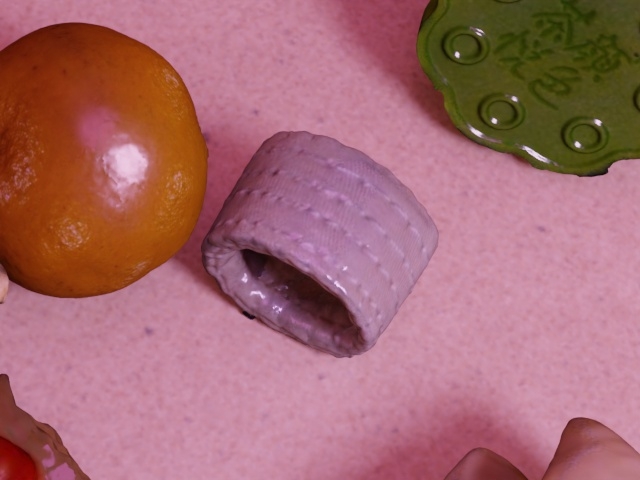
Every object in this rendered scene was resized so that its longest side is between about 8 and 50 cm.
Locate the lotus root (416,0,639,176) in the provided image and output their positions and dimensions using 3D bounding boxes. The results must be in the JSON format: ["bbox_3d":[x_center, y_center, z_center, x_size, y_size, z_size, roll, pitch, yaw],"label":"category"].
[{"bbox_3d":[0.160,-0.158,1.190,0.186,0.186,0.186,4,65,-8],"label":"lotus root"}]

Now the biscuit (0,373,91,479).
[{"bbox_3d":[-0.254,0.239,0.968,0.394,0.076,0.368,-38,78,-23],"label":"biscuit"}]

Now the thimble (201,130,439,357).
[{"bbox_3d":[0.000,0.000,1.108,0.115,0.102,0.090,42,61,-22],"label":"thimble"}]

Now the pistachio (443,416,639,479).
[{"bbox_3d":[0.135,0.242,0.981,0.193,0.214,0.318,-20,54,27],"label":"pistachio"}]

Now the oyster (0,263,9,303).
[{"bbox_3d":[-0.335,-0.028,1.041,0.341,0.110,0.166,16,42,17],"label":"oyster"}]

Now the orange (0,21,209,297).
[{"bbox_3d":[-0.131,-0.044,1.081,0.134,0.154,0.155,-2,61,-47],"label":"orange"}]
